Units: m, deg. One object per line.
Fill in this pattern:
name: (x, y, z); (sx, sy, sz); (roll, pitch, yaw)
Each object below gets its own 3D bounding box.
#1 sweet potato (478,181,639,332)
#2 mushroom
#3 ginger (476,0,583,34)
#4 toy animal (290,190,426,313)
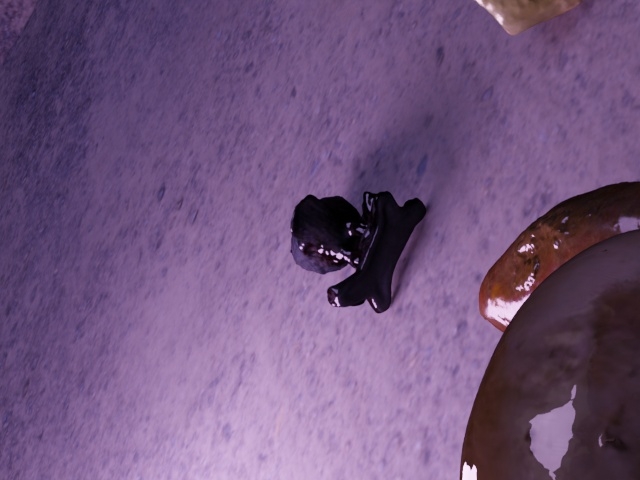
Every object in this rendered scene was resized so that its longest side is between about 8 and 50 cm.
sweet potato: (0.235, 0.005, 1.146); (0.385, 0.109, 0.109); (-21, 49, 55)
mushroom: (0.229, 0.137, 0.870); (0.290, 0.292, 0.292); (8, 74, 46)
ginger: (0.210, -0.276, 1.455); (0.193, 0.115, 0.122); (-44, 14, 15)
toy animal: (-0.004, -0.001, 1.595); (0.210, 0.117, 0.121); (9, 82, 62)
